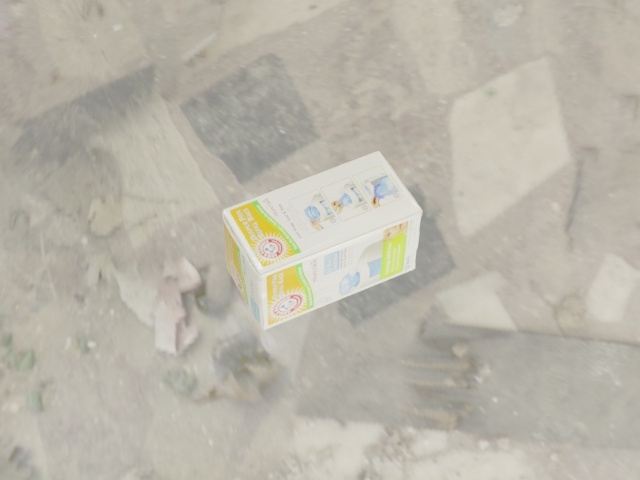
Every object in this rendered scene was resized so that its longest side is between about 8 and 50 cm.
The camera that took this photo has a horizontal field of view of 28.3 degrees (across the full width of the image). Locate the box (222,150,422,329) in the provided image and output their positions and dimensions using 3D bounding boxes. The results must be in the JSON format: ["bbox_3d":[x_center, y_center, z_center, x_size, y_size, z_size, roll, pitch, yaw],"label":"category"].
[{"bbox_3d":[0.000,0.000,1.450,0.203,0.103,0.114,-21,145,-17],"label":"box"}]
